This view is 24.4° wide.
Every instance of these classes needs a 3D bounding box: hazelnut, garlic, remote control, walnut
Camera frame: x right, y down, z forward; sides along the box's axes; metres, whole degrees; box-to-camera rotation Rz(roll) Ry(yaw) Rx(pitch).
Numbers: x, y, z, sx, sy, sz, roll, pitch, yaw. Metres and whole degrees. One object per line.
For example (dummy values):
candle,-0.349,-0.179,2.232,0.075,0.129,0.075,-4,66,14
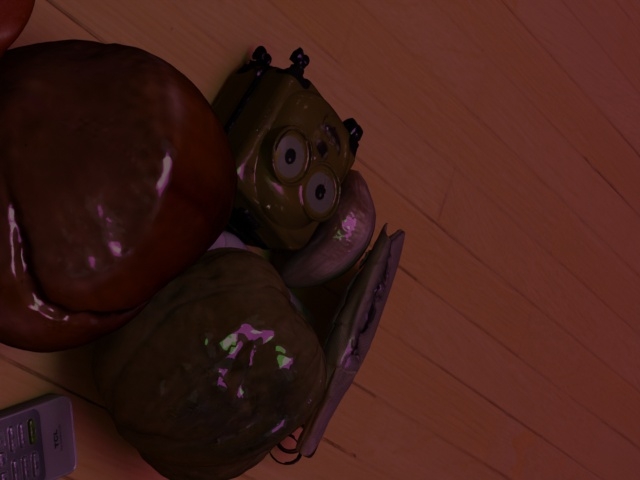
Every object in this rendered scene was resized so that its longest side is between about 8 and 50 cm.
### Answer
hazelnut,-0.259,-0.050,1.600,0.372,0.372,0.315,7,47,-50
garlic,0.010,0.000,2.032,0.087,0.101,0.195,31,102,-34
remote control,-0.386,0.255,1.704,0.250,0.034,0.103,-15,107,-48
walnut,-0.133,0.155,1.812,0.277,0.282,0.253,-35,81,-14

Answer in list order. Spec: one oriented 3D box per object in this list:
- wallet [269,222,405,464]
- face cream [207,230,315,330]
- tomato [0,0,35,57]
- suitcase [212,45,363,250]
wallet,0.036,0.133,2.069,0.275,0.068,0.335,115,0,-57
face cream,-0.104,0.058,1.978,0.269,0.082,0.082,49,59,-43
tomato,-0.406,-0.267,1.444,0.224,0.256,0.256,-40,125,-59
suitcase,-0.055,-0.115,1.964,0.194,0.143,0.235,51,58,-41
